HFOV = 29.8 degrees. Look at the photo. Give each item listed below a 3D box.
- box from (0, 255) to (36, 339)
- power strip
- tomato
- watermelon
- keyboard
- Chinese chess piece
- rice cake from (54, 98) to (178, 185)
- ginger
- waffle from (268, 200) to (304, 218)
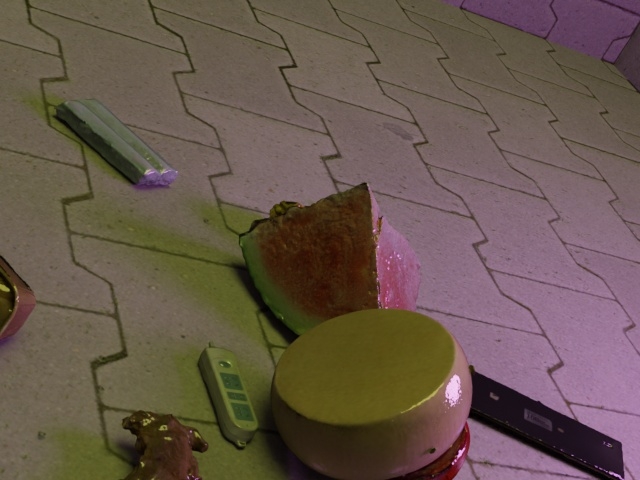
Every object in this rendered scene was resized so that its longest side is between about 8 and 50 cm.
[{"bbox_3d":[-0.433,0.056,1.488,0.177,0.111,0.111,42,30,24],"label":"box"},{"bbox_3d":[-0.124,0.200,1.610,0.047,0.030,0.191,13,33,-30],"label":"power strip"},{"bbox_3d":[0.111,0.291,1.621,0.189,0.099,0.173,-1,36,21],"label":"tomato"},{"bbox_3d":[0.030,0.051,1.821,0.310,0.232,0.193,30,-17,46],"label":"watermelon"},{"bbox_3d":[0.338,0.288,1.903,0.317,0.027,0.106,26,31,-6],"label":"keyboard"},{"bbox_3d":[0.067,0.199,1.587,0.273,0.102,0.273,-10,31,6],"label":"Chinese chess piece"},{"bbox_3d":[-0.340,-0.165,2.002,0.226,0.040,0.085,40,29,20],"label":"rice cake"},{"bbox_3d":[-0.171,0.300,1.342,0.122,0.084,0.290,24,28,-24],"label":"ginger"},{"bbox_3d":[0.002,-0.003,1.992,0.194,0.051,0.149,34,-7,-4],"label":"waffle"}]
